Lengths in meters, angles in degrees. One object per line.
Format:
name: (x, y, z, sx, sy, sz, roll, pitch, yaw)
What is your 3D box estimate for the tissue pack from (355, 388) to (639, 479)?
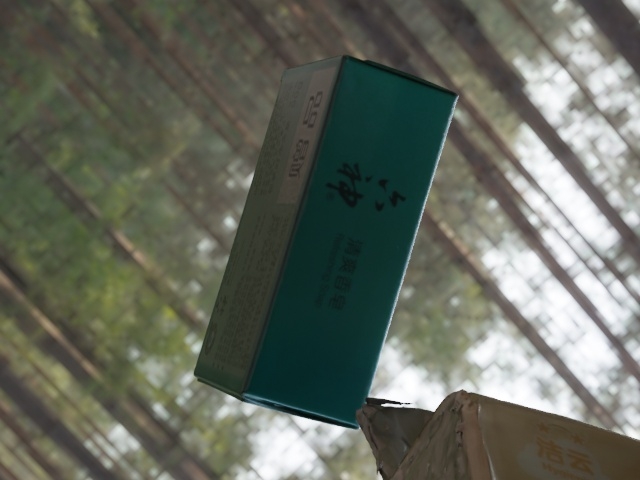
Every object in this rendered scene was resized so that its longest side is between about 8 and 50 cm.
tissue pack: (0.153, 0.192, 0.816, 0.238, 0.305, 0.239, -162, -90, -74)

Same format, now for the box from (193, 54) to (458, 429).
box: (0.000, 0.000, 1.244, 0.153, 0.092, 0.245, -172, -81, -72)
